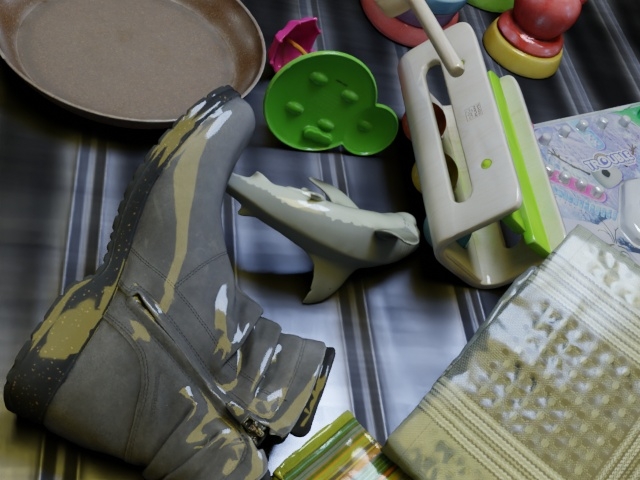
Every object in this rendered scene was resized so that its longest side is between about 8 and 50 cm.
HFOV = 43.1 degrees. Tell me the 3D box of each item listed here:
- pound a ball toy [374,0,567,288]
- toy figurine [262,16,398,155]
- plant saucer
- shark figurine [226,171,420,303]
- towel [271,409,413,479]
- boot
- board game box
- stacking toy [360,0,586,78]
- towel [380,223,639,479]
[{"bbox_3d":[0.136,-0.128,0.894,0.208,0.135,0.319,33,39,-43],"label":"pound a ball toy"},{"bbox_3d":[0.003,-0.196,0.966,0.173,0.130,0.159,23,33,-31],"label":"toy figurine"},{"bbox_3d":[-0.219,-0.231,0.940,0.310,0.050,0.311,10,50,-12],"label":"plant saucer"},{"bbox_3d":[-0.019,-0.002,0.795,0.278,0.116,0.166,18,14,-16],"label":"shark figurine"},{"bbox_3d":[0.071,0.249,0.664,0.237,0.021,0.102,43,51,16],"label":"towel"},{"bbox_3d":[-0.081,0.050,0.688,0.222,0.118,0.338,27,74,1],"label":"boot"},{"bbox_3d":[0.441,-0.033,1.018,0.390,0.050,0.390,-15,58,-29],"label":"board game box"},{"bbox_3d":[0.220,-0.393,1.184,0.308,0.130,0.280,8,50,-14],"label":"stacking toy"},{"bbox_3d":[0.265,0.177,0.717,0.324,0.056,0.312,40,69,17],"label":"towel"}]
